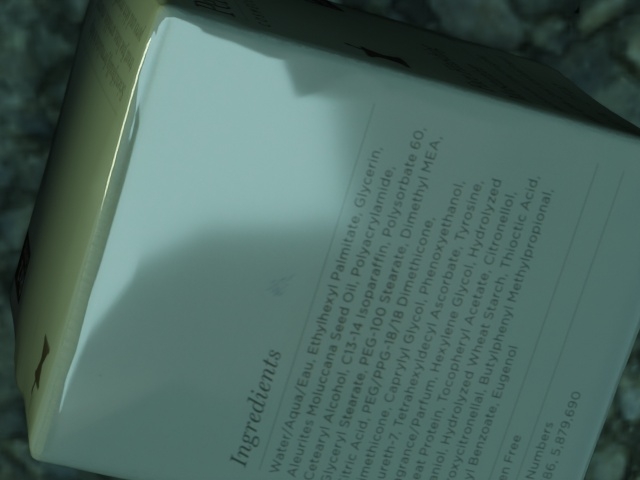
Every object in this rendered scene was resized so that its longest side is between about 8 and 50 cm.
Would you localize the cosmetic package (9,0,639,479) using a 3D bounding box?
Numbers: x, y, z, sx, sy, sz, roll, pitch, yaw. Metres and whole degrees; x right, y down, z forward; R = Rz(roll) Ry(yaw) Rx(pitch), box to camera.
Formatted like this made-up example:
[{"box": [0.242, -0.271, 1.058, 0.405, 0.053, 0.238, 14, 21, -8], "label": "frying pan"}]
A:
[{"box": [0.000, 0.000, 0.622, 0.184, 0.151, 0.151, 14, 103, -17], "label": "cosmetic package"}]
